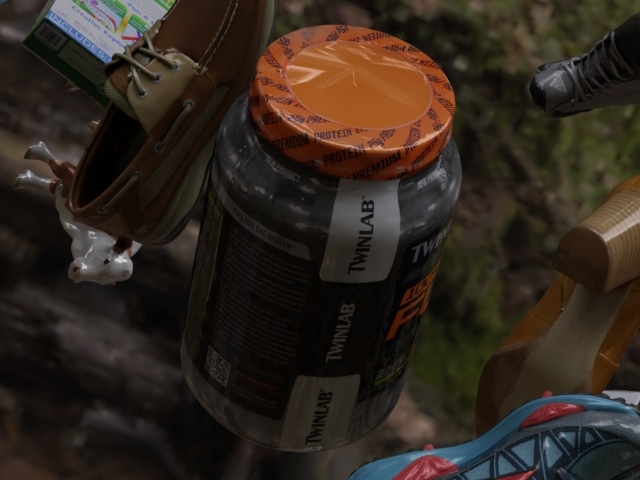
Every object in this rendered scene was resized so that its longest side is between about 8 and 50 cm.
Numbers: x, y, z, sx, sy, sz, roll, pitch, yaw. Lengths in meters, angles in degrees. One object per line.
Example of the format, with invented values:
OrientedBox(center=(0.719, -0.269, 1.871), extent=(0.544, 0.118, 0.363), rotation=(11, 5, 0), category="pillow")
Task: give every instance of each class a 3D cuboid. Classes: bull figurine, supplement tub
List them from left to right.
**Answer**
OrientedBox(center=(-0.268, -0.092, 2.425), extent=(0.188, 0.310, 0.101), rotation=(29, -18, -1), category="bull figurine")
OrientedBox(center=(0.000, 0.000, 1.627), extent=(0.207, 0.338, 0.207), rotation=(7, 43, -6), category="supplement tub")

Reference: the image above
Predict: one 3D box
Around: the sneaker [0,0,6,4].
OrientedBox(center=(-0.420, -0.286, 1.963), extent=(0.319, 0.127, 0.208), rotation=(-28, 34, -33), category="sneaker")

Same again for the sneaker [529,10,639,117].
OrientedBox(center=(0.279, -0.164, 1.938), extent=(0.132, 0.086, 0.229), rotation=(-15, -9, -2), category="sneaker")

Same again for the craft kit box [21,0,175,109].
OrientedBox(center=(-0.209, -0.223, 2.266), extent=(0.250, 0.061, 0.247), rotation=(38, 32, -14), category="craft kit box")

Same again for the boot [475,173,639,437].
OrientedBox(center=(0.254, 0.065, 1.666), extent=(0.104, 0.295, 0.211), rotation=(38, 40, 26), category="boot")

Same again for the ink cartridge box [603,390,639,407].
OrientedBox(center=(0.309, 0.355, 2.204), extent=(0.069, 0.176, 0.371), rotation=(1, 37, 32), category="ink cartridge box")

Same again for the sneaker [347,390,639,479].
OrientedBox(center=(0.137, 0.205, 1.411), extent=(0.104, 0.262, 0.125), rotation=(51, 26, -34), category="sneaker")

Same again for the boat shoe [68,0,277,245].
OrientedBox(center=(-0.147, -0.139, 1.857), extent=(0.120, 0.324, 0.122), rotation=(9, 25, -37), category="boat shoe")
